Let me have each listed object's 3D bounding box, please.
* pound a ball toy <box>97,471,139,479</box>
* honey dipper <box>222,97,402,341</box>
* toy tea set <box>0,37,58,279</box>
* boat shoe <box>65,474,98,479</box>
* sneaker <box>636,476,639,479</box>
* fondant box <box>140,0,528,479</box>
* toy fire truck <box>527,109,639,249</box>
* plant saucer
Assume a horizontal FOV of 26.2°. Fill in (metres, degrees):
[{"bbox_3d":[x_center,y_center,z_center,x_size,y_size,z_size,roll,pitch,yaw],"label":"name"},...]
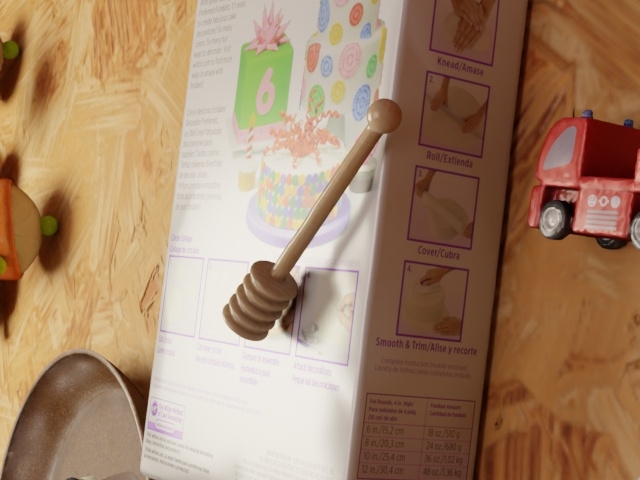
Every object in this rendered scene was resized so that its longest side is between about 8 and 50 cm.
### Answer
[{"bbox_3d":[-0.055,0.277,0.794,0.319,0.136,0.208,51,125,20],"label":"pound a ball toy"},{"bbox_3d":[-0.002,-0.010,0.735,0.161,0.030,0.030,-54,42,29],"label":"honey dipper"},{"bbox_3d":[-0.325,-0.079,1.366,0.200,0.124,0.336,104,159,-71],"label":"toy tea set"},{"bbox_3d":[-0.207,0.285,1.016,0.084,0.079,0.233,27,104,57],"label":"boat shoe"},{"bbox_3d":[0.208,0.123,0.522,0.212,0.080,0.094,-10,89,56],"label":"sneaker"},{"bbox_3d":[0.000,0.000,0.837,0.238,0.096,0.330,3,87,56],"label":"fondant box"},{"bbox_3d":[0.177,-0.058,0.625,0.192,0.047,0.135,10,91,58],"label":"toy fire truck"},{"bbox_3d":[-0.189,0.243,1.109,0.310,0.050,0.310,-17,69,53],"label":"plant saucer"}]
